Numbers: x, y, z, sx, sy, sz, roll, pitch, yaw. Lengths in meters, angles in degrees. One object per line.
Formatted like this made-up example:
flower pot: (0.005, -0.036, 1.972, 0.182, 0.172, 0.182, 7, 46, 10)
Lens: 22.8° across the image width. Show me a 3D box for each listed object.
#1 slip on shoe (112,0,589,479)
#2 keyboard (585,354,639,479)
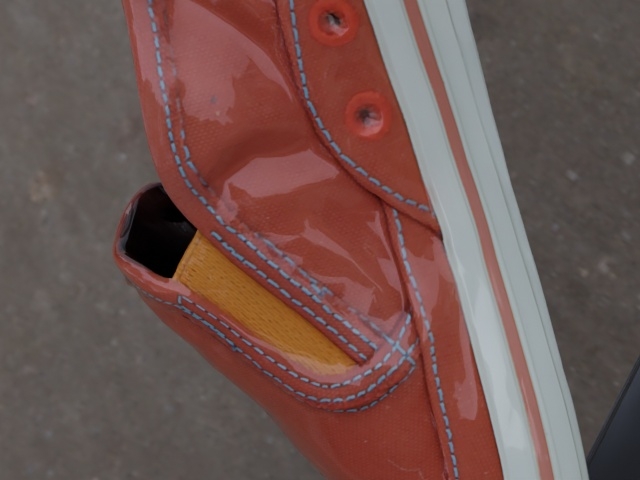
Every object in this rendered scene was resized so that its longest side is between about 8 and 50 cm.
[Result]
slip on shoe: (0.000, 0.000, 0.416, 0.101, 0.331, 0.123, -19, 23, 0)
keyboard: (0.244, 0.027, 0.751, 0.201, 0.033, 0.317, -9, 44, 57)
